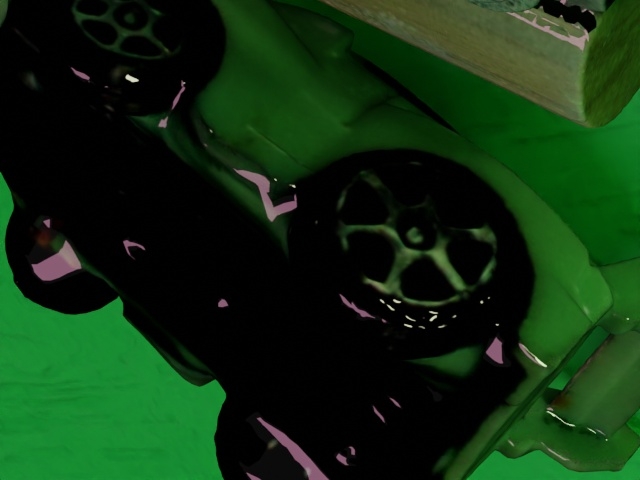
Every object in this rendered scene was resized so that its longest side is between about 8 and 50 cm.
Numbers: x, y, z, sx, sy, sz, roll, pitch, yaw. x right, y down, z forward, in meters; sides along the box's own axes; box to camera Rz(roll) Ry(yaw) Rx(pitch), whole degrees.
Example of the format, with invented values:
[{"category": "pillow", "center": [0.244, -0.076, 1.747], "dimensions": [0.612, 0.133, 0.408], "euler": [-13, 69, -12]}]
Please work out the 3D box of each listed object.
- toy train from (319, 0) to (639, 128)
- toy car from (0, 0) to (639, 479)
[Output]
[{"category": "toy train", "center": [0.025, -0.161, 0.616], "dimensions": [0.307, 0.126, 0.189], "euler": [28, 174, 23]}, {"category": "toy car", "center": [0.000, 0.000, 0.739], "dimensions": [0.359, 0.176, 0.213], "euler": [41, 145, 13]}]
